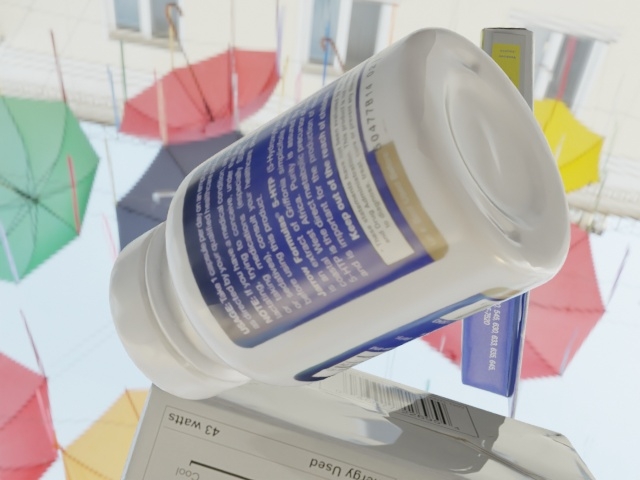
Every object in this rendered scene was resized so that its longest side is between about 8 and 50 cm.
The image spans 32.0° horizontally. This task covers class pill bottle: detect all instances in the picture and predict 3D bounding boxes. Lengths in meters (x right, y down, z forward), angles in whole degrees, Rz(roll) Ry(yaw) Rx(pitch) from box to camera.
[{"bbox_3d":[0.000,0.000,0.479,0.112,0.187,0.112,34,-138,-37],"label":"pill bottle"}]

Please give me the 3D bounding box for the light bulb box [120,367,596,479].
[{"bbox_3d":[-0.003,0.300,0.884,0.358,0.361,0.225,18,-172,-2],"label":"light bulb box"}]

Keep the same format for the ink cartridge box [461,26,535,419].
[{"bbox_3d":[0.177,-0.009,1.120,0.072,0.303,0.307,5,-143,10],"label":"ink cartridge box"}]
